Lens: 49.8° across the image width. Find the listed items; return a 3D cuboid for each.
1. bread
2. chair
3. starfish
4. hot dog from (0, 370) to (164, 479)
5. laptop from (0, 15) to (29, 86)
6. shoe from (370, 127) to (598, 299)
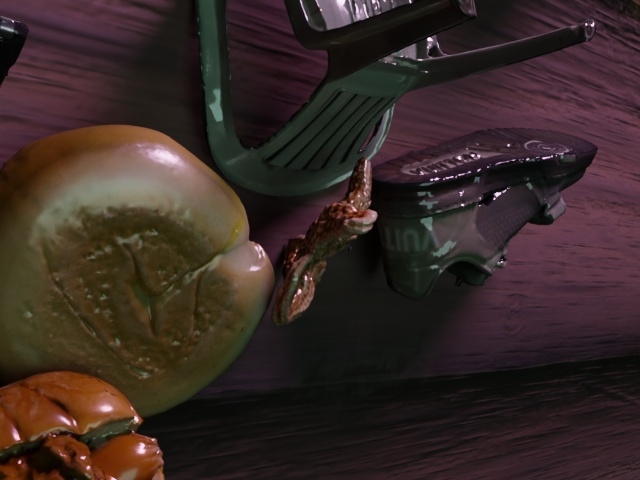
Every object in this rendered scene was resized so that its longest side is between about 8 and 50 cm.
[{"bbox_3d":[-0.139,0.025,0.471,0.213,0.104,0.214,-14,119,-27],"label":"bread"},{"bbox_3d":[0.035,-0.156,0.510,0.203,0.274,0.191,-4,82,-37],"label":"chair"},{"bbox_3d":[0.009,0.005,0.527,0.053,0.209,0.150,27,75,-6],"label":"starfish"},{"bbox_3d":[-0.251,0.195,0.374,0.348,0.117,0.158,-20,124,-15],"label":"hot dog"},{"bbox_3d":[-0.258,-0.090,0.344,0.180,0.129,0.016,9,55,-40],"label":"laptop"},{"bbox_3d":[0.169,-0.026,0.715,0.292,0.109,0.149,-14,116,-32],"label":"shoe"}]
